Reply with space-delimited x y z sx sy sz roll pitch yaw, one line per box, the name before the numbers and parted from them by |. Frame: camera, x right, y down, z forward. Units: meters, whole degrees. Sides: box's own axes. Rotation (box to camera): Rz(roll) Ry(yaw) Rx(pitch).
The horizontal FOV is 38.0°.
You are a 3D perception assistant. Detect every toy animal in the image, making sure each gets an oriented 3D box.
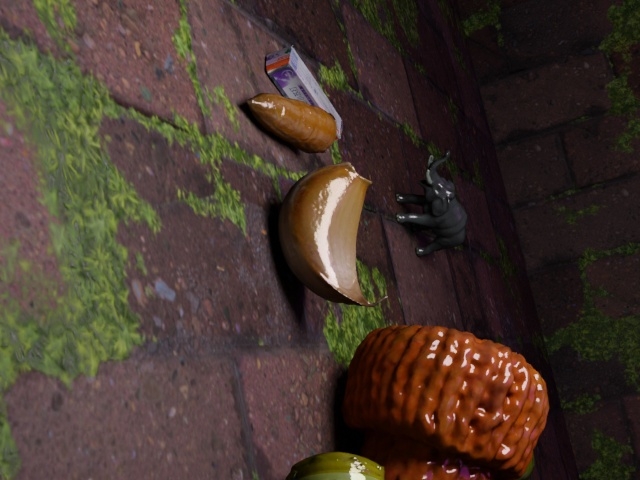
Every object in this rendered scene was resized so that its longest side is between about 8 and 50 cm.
toy animal | 0.220 -0.072 1.877 0.269 0.137 0.082 67 21 -43

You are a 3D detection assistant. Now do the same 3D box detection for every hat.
hat | 0.154 0.325 1.244 0.285 0.285 0.400 34 62 -62

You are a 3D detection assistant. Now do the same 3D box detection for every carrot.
carrot | -0.051 -0.176 1.324 0.205 0.072 0.072 14 61 -61

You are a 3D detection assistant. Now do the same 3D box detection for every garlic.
garlic | 0.001 0.003 1.250 0.115 0.128 0.206 135 -46 -61

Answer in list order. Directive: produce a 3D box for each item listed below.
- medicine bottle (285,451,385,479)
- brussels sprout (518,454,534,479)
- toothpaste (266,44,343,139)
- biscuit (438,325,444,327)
medicine bottle | 0.018 0.348 1.007 0.124 0.124 0.238 50 29 -50
brussels sprout | 0.304 0.371 1.714 0.223 0.161 0.223 -19 90 -76
toothpaste | -0.022 -0.223 1.452 0.196 0.047 0.040 50 27 -50
biscuit | 0.289 0.256 1.810 0.215 0.034 0.182 50 -21 -4
